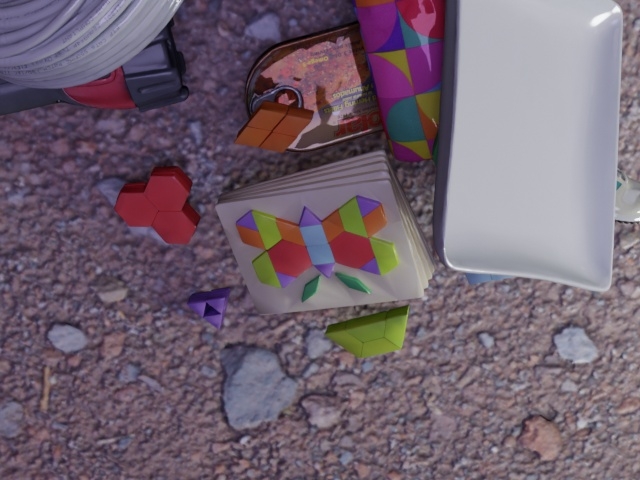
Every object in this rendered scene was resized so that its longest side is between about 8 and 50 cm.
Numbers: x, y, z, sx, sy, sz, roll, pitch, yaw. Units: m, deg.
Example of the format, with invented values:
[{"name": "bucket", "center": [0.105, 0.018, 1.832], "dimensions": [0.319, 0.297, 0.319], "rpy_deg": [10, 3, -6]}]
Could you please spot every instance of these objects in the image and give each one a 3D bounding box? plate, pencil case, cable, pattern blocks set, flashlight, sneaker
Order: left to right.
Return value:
[{"name": "flashlight", "center": [-0.275, -0.140, 1.023], "dimensions": [0.304, 0.103, 0.103], "rpy_deg": [-12, 143, 2]}, {"name": "cable", "center": [-0.212, -0.247, 0.929], "dimensions": [0.257, 0.089, 0.257], "rpy_deg": [-10, 69, 22]}, {"name": "pattern blocks set", "center": [0.000, 0.000, 1.064], "dimensions": [0.325, 0.026, 0.285], "rpy_deg": [-22, 119, 26]}, {"name": "pencil case", "center": [0.087, -0.185, 1.009], "dimensions": [0.104, 0.104, 0.236], "rpy_deg": [-18, 110, 0]}, {"name": "plate", "center": [0.178, -0.102, 1.005], "dimensions": [0.278, 0.045, 0.277], "rpy_deg": [9, 84, -49]}, {"name": "sneaker", "center": [0.266, -0.066, 1.125], "dimensions": [0.161, 0.057, 0.075], "rpy_deg": [9, 112, -7]}]

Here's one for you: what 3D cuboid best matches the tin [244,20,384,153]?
[{"name": "tin", "center": [0.022, -0.147, 1.083], "dimensions": [0.190, 0.040, 0.106], "rpy_deg": [-15, 105, -2]}]
